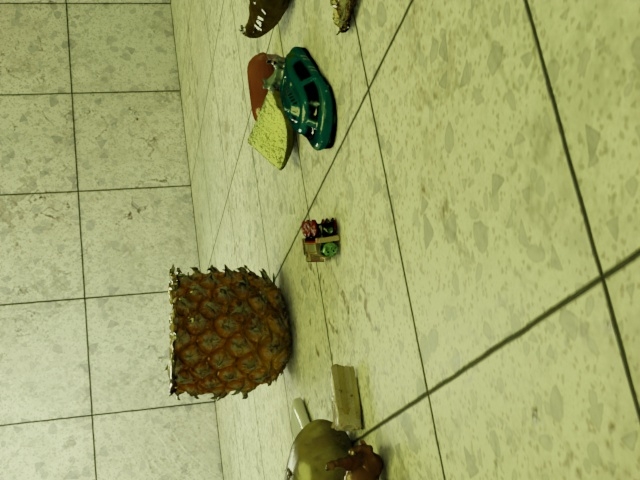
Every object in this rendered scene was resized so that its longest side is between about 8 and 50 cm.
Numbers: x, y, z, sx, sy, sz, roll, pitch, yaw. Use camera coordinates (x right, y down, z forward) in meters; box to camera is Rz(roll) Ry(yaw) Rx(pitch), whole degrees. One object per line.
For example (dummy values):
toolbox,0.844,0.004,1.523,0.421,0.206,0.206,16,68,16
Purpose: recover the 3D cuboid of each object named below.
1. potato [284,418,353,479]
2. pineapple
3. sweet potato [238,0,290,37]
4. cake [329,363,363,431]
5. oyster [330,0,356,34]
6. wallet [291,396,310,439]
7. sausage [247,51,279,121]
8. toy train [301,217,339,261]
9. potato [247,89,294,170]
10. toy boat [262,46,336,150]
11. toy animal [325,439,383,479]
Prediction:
potato,-0.003,0.484,1.662,0.191,0.141,0.296,-120,27,-65
pineapple,-0.232,0.218,2.154,0.352,0.300,0.352,175,90,-76
sweet potato,-0.113,-0.571,1.848,0.422,0.131,0.130,98,162,-56
cake,0.046,0.284,1.594,0.065,0.052,0.121,-152,60,-79
oyster,0.043,-0.394,1.466,0.132,0.029,0.086,174,86,-73
wallet,-0.036,0.444,1.988,0.190,0.033,0.095,-117,25,-58
sausage,-0.133,-0.353,2.079,0.077,0.077,0.194,122,143,-66
toy train,0.000,0.000,1.702,0.138,0.050,0.087,177,84,-74
potato,-0.079,-0.245,1.953,0.120,0.081,0.149,43,126,25
toy boat,-0.047,-0.278,1.733,0.299,0.092,0.134,-114,28,-55
toy animal,0.063,0.456,1.473,0.230,0.066,0.224,42,-121,-56
